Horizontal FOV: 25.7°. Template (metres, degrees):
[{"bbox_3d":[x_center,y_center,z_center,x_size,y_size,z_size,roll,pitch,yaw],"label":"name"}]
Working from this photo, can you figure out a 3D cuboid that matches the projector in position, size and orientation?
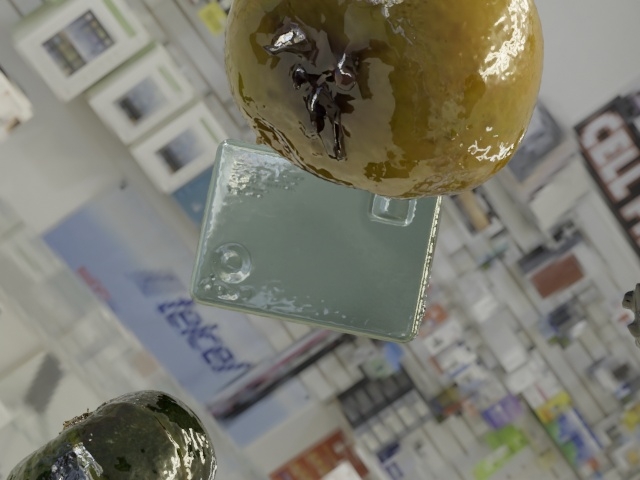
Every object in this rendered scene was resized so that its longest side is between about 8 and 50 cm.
[{"bbox_3d":[0.000,0.000,1.563,0.257,0.192,0.099,10,-1,7],"label":"projector"}]

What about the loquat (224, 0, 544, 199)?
[{"bbox_3d":[0.040,-0.128,0.912,0.213,0.213,0.213,55,4,-6],"label":"loquat"}]

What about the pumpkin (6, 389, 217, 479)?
[{"bbox_3d":[-0.203,0.239,1.356,0.157,0.224,0.224,56,4,5],"label":"pumpkin"}]

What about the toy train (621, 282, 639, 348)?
[{"bbox_3d":[0.519,0.081,1.623,0.231,0.369,0.163,26,-59,60],"label":"toy train"}]
